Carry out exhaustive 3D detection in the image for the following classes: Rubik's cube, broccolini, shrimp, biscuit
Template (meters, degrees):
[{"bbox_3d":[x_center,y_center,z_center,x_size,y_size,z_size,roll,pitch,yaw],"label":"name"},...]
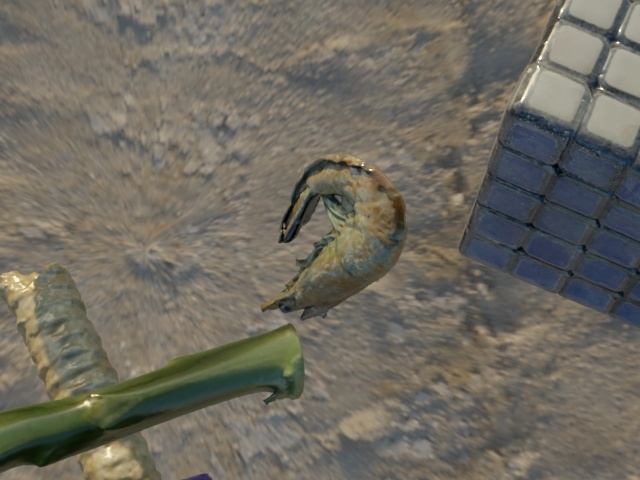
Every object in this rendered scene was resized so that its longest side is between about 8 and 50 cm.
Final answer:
[{"bbox_3d":[0.266,-0.086,1.129,0.236,0.237,0.238,24,65,4],"label":"Rubik's cube"},{"bbox_3d":[-0.161,0.113,0.662,0.392,0.079,0.074,-16,68,-30],"label":"broccolini"},{"bbox_3d":[0.000,0.000,1.338,0.047,0.223,0.126,-22,78,-45],"label":"shrimp"},{"bbox_3d":[-0.181,0.108,1.077,0.061,0.055,0.219,-9,57,-34],"label":"biscuit"}]

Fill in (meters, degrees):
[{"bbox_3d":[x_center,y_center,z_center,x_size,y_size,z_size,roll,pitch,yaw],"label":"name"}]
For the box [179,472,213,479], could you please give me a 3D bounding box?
[{"bbox_3d":[-0.132,0.285,0.724,0.200,0.106,0.300,-9,117,-20],"label":"box"}]
